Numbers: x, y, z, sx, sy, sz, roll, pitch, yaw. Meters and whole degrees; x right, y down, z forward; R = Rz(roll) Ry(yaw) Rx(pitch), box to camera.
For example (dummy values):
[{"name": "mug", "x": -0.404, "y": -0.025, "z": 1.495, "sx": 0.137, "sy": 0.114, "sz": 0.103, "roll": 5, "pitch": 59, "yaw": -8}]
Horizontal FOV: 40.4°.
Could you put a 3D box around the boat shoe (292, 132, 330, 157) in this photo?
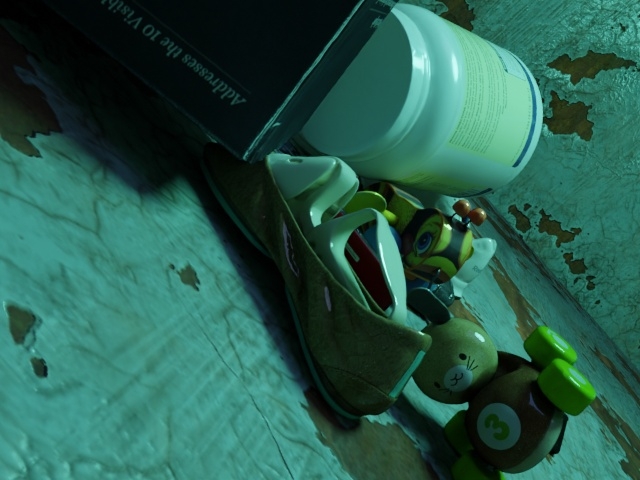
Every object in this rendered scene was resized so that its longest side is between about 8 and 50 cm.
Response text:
[{"name": "boat shoe", "x": 0.006, "y": -0.202, "z": 1.370, "sx": 0.118, "sy": 0.103, "sz": 0.320, "roll": 39, "pitch": 20, "yaw": -29}]

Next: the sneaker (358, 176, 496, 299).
[{"name": "sneaker", "x": 0.171, "y": -0.047, "z": 1.408, "sx": 0.297, "sy": 0.129, "sz": 0.111, "roll": 54, "pitch": 17, "yaw": 23}]

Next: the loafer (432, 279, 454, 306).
[{"name": "loafer", "x": 0.140, "y": 0.019, "z": 1.254, "sx": 0.078, "sy": 0.076, "sz": 0.223, "roll": 50, "pitch": 16, "yaw": -27}]

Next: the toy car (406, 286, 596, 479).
[{"name": "toy car", "x": 0.138, "y": 0.131, "z": 0.852, "sx": 0.188, "sy": 0.155, "sz": 0.149, "roll": 36, "pitch": 17, "yaw": -9}]

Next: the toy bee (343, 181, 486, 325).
[{"name": "toy bee", "x": 0.134, "y": 0.003, "z": 1.082, "sx": 0.195, "sy": 0.162, "sz": 0.298, "roll": 14, "pitch": 30, "yaw": -50}]

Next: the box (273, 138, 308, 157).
[{"name": "box", "x": -0.055, "y": -0.115, "z": 1.129, "sx": 0.094, "sy": 0.027, "sz": 0.137, "roll": 51, "pitch": 15, "yaw": 5}]

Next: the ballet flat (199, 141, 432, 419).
[{"name": "ballet flat", "x": 0.000, "y": 0.000, "z": 0.812, "sx": 0.116, "sy": 0.124, "sz": 0.342, "roll": 31, "pitch": 23, "yaw": -50}]

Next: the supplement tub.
[{"name": "supplement tub", "x": 0.139, "y": -0.190, "z": 1.215, "sx": 0.324, "sy": 0.235, "sz": 0.235, "roll": 7, "pitch": 42, "yaw": -49}]

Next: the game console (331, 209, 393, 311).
[{"name": "game console", "x": 0.034, "y": 0.023, "z": 0.939, "sx": 0.085, "sy": 0.124, "sz": 0.144, "roll": -21, "pitch": 67, "yaw": -46}]

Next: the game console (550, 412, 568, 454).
[{"name": "game console", "x": 0.293, "y": 0.241, "z": 1.263, "sx": 0.122, "sy": 0.071, "sz": 0.107, "roll": 44, "pitch": 45, "yaw": -13}]

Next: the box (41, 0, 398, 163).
[{"name": "box", "x": -0.086, "y": -0.411, "z": 0.792, "sx": 0.480, "sy": 0.472, "sz": 0.297, "roll": 39, "pitch": 14, "yaw": -2}]
